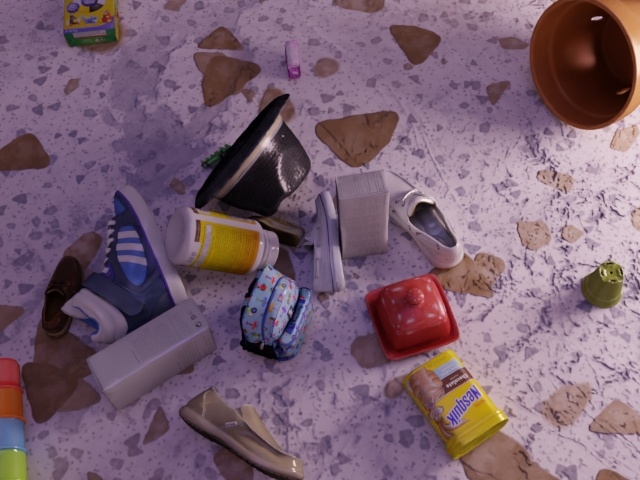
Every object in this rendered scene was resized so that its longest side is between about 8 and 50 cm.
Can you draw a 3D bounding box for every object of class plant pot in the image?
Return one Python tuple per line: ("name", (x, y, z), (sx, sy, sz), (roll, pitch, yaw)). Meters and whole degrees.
("plant pot", (0.570, 0.081, 1.722), (0.083, 0.079, 0.083), (-1, 62, 2))
("plant pot", (0.636, -0.407, 1.894), (0.203, 0.291, 0.291), (-21, 61, -27))

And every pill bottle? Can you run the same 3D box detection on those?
("pill bottle", (-0.195, 0.005, 1.737), (0.215, 0.117, 0.117), (11, 55, -33))

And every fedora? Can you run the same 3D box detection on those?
("fedora", (-0.117, -0.150, 1.797), (0.152, 0.334, 0.334), (39, 66, -12))

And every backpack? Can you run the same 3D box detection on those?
("backpack", (-0.087, 0.136, 1.670), (0.117, 0.173, 0.158), (18, 63, 12))

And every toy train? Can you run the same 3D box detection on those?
("toy train", (-0.233, -0.189, 1.942), (0.083, 0.017, 0.023), (-39, 38, -17))

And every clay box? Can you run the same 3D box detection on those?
("clay box", (-0.573, -0.590, 2.165), (0.127, 0.053, 0.222), (-7, 62, -2))

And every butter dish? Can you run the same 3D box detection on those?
("butter dish", (0.182, 0.131, 1.691), (0.160, 0.118, 0.160), (-16, 62, -6))

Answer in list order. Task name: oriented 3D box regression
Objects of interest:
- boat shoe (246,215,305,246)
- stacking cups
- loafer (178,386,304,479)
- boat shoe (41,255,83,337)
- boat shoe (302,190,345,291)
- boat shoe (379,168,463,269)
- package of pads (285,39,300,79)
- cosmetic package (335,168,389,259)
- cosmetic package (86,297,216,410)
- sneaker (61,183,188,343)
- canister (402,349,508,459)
("boat shoe", (-0.094, -0.025, 1.833), (0.135, 0.050, 0.045), (21, 43, 24))
("stacking cups", (-0.588, 0.376, 1.620), (0.096, 0.096, 0.316), (-11, 56, -3))
("loafer", (-0.136, 0.353, 1.593), (0.268, 0.102, 0.092), (27, 71, 17))
("boat shoe", (-0.530, 0.107, 1.771), (0.064, 0.060, 0.178), (3, 61, 5))
("boat shoe", (0.000, 0.000, 1.792), (0.075, 0.083, 0.226), (-7, 62, -2))
("boat shoe", (0.203, -0.065, 1.811), (0.098, 0.096, 0.277), (-35, 65, -15))
("package of pads", (-0.066, -0.429, 2.052), (0.032, 0.050, 0.083), (-7, 60, -1))
("cosmetic package", (0.084, -0.049, 1.726), (0.099, 0.239, 0.060), (-7, 60, -1))
("cosmetic package", (-0.322, 0.219, 1.669), (0.231, 0.117, 0.085), (-29, 63, -14))
("sneaker", (-0.429, 0.054, 1.755), (0.236, 0.130, 0.323), (-23, 68, -15))
("canister", (0.248, 0.303, 1.619), (0.126, 0.073, 0.170), (-30, 62, -14))
